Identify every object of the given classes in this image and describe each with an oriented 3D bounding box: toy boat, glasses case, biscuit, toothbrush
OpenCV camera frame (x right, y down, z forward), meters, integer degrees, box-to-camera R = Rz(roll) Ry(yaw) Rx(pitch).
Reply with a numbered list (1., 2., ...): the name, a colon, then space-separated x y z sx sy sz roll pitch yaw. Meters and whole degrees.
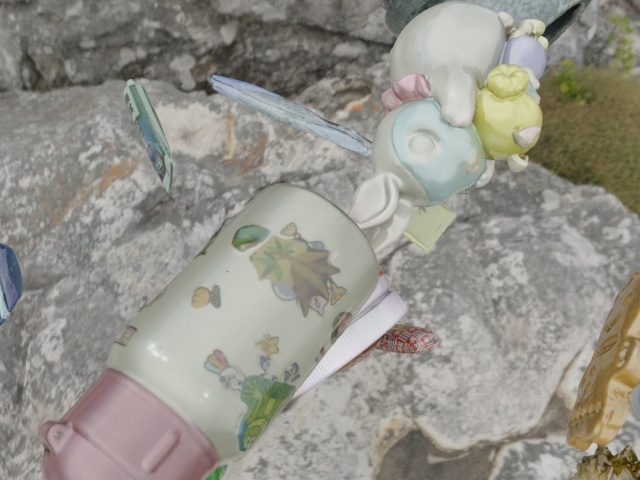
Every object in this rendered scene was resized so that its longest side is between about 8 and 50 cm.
1. toy boat: -0.809 0.121 1.435 0.290 0.067 0.221 -19 72 1
2. glasses case: 0.174 0.222 1.502 0.073 0.194 0.049 -28 108 -40
3. biscuit: 0.268 0.104 0.590 0.027 0.133 0.184 25 81 13
4. toothbrush: 0.031 -0.154 0.953 0.413 0.035 0.042 22 24 -4

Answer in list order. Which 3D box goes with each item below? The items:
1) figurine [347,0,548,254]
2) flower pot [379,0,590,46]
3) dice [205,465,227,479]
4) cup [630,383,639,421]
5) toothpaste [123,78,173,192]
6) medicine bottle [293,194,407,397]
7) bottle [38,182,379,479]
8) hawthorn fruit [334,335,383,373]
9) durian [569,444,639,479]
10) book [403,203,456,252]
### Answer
1. figurine: 0.115 -0.094 0.583 0.155 0.127 0.236 8 63 17
2. flower pot: 0.240 -0.396 1.052 0.299 0.299 0.283 -36 85 -32
3. dice: -0.381 0.468 1.722 0.299 0.287 0.297 3 41 3
4. cup: 0.425 0.158 0.748 0.133 0.136 0.099 -25 122 -12
5. toothpaste: -0.413 -0.272 1.561 0.061 0.099 0.392 -9 48 -25
6. medicine bottle: -0.027 0.088 1.056 0.252 0.252 0.241 -33 84 -32
7. bottle: -0.071 0.080 0.441 0.120 0.120 0.253 43 60 -4
8. hawthorn fruit: 0.003 0.132 1.373 0.311 0.295 0.295 45 55 -29
9. durian: 0.296 0.359 0.568 0.191 0.112 0.341 17 73 10
10. book: 0.139 -0.044 0.975 0.111 0.014 0.077 38 74 7
